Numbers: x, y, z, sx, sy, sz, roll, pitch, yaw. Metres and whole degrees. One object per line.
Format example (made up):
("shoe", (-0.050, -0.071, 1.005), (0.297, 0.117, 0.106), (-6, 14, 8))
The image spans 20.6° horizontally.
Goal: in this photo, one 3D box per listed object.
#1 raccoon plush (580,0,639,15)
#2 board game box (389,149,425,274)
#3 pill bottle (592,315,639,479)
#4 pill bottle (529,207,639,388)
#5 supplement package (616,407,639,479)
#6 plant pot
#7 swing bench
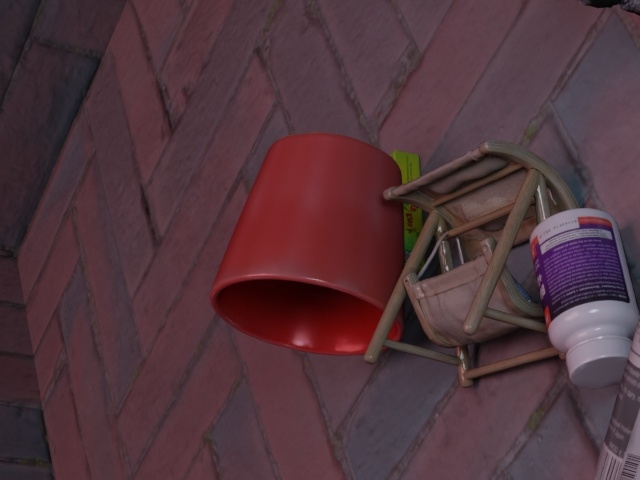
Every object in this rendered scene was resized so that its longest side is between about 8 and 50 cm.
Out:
("raccoon plush", (0.409, -0.419, 1.853), (0.446, 0.216, 0.299), (-5, 68, 39))
("board game box", (0.107, -0.029, 2.558), (0.092, 0.043, 0.181), (-37, 49, 54))
("pill bottle", (0.404, 0.130, 1.729), (0.204, 0.204, 0.361), (31, 109, 62))
("pill bottle", (0.311, 0.069, 2.043), (0.108, 0.108, 0.193), (-49, 39, 46))
("supplement package", (0.408, 0.258, 1.532), (0.198, 0.263, 0.199), (178, 112, -78))
("plant pot", (0.000, 0.000, 2.444), (0.275, 0.275, 0.243), (-32, 43, 56))
("swing bench", (0.197, 0.033, 2.232), (0.253, 0.165, 0.254), (-24, 54, 60))
